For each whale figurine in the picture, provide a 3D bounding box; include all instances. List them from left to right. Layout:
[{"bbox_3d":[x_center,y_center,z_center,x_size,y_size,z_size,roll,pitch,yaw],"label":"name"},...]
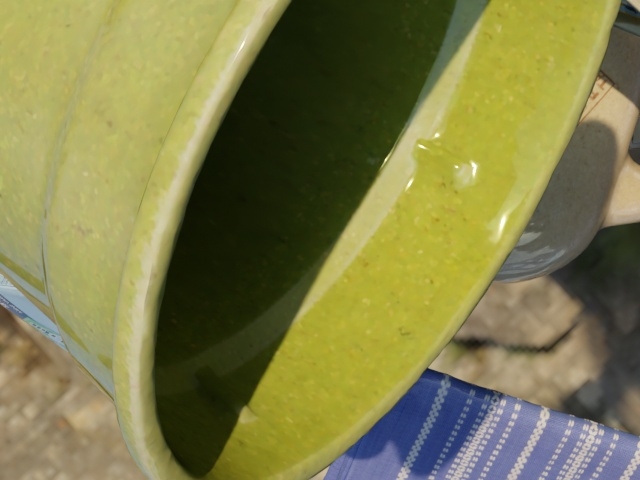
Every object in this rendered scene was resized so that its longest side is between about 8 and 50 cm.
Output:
[{"bbox_3d":[0.153,-0.095,1.257,0.216,0.272,0.141,42,177,-5],"label":"whale figurine"}]

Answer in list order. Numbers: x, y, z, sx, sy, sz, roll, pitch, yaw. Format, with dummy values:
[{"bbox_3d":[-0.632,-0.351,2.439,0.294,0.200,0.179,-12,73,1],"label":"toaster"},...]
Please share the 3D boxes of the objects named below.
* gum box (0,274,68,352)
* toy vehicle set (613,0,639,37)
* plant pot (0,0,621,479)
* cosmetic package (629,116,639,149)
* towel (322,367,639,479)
[{"bbox_3d":[-0.167,0.066,1.450,0.184,0.041,0.157,5,153,45],"label":"gum box"},{"bbox_3d":[0.107,-0.194,1.045,0.166,0.035,0.267,34,-177,-30],"label":"toy vehicle set"},{"bbox_3d":[-0.066,-0.087,0.644,0.254,0.276,0.276,31,166,24],"label":"plant pot"},{"bbox_3d":[0.222,-0.165,1.814,0.296,0.129,0.153,-1,96,44],"label":"cosmetic package"},{"bbox_3d":[0.169,0.209,1.329,0.336,0.040,0.243,18,133,-4],"label":"towel"}]
